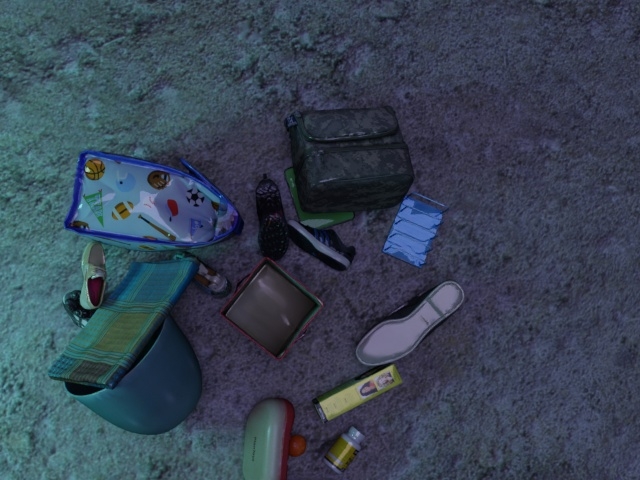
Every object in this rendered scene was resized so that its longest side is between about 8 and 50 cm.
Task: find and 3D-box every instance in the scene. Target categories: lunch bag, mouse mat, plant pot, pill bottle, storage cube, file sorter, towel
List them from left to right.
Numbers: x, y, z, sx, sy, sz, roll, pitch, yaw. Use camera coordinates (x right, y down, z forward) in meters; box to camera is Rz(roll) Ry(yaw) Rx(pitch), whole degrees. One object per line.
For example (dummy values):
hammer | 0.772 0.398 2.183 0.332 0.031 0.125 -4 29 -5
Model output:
towel | -0.464 0.184 1.759 0.040 0.271 0.370 55 50 -31
plant pot | -0.425 0.327 1.791 0.293 0.293 0.235 -40 121 -8
lunch bag | -0.380 -0.082 1.816 0.385 0.328 0.239 11 88 -3
storage cube | -0.125 0.172 1.878 0.215 0.193 0.184 39 82 0
mouse mat | -0.003 -0.126 2.015 0.152 0.007 0.190 -17 85 -7
pill bottle | 0.064 0.541 1.922 0.065 0.065 0.116 38 82 -1
lunch bag | 0.069 -0.226 1.934 0.304 0.213 0.256 -6 67 -10
file sorter | 0.257 -0.029 1.980 0.118 0.104 0.170 23 82 -3

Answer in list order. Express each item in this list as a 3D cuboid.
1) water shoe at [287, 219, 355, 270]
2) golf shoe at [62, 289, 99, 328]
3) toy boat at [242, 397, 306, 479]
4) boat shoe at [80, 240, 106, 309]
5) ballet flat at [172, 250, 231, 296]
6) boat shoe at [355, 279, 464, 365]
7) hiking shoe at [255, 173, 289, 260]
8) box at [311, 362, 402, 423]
water shoe | 0.000 0.000 1.980 0.203 0.073 0.080 37 59 -3
golf shoe | -0.583 0.204 1.899 0.077 0.093 0.198 -47 115 -31
toy boat | -0.103 0.519 1.888 0.151 0.151 0.231 9 83 -35
boat shoe | -0.552 0.087 1.827 0.063 0.059 0.170 3 89 -41
ballet flat | -0.294 0.091 1.897 0.188 0.070 0.070 34 81 -30
boat shoe | 0.240 0.223 1.969 0.335 0.095 0.112 -35 86 -3
hiking shoe | -0.126 -0.060 1.955 0.086 0.114 0.227 -3 113 -1
box | 0.094 0.393 1.931 0.232 0.087 0.058 -26 89 -9
